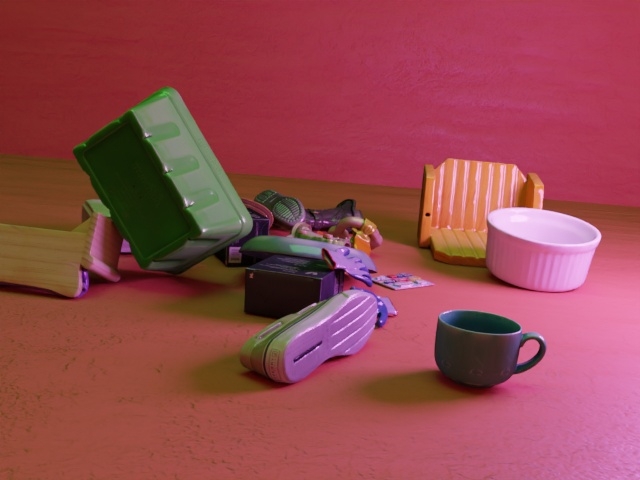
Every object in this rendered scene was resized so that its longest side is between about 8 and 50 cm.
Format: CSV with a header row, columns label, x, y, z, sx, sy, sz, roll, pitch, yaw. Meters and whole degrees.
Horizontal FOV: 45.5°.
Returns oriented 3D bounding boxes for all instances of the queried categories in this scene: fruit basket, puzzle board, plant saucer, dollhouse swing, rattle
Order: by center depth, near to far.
label,x,y,z,sx,sy,sz,roll,pitch,yaw
fruit basket,-0.336,-0.120,1.693,0.283,0.392,0.392,-30,1,18
plant saucer,-0.026,0.031,1.728,0.317,0.043,0.317,9,-6,1
puzzle board,0.190,0.095,1.802,0.128,0.011,0.096,-5,14,-37
rattle,0.061,0.021,2.085,0.200,0.142,0.130,-6,-29,31
dollhouse swing,0.471,-0.083,2.192,0.347,0.315,0.305,6,0,2

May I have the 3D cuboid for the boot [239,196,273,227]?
label,x,y,z,sx,sy,sz,roll,pitch,yaw
boot,-0.257,-0.084,2.351,0.283,0.109,0.220,0,6,14

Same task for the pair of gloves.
label,x,y,z,sx,sy,sz,roll,pitch,yaw
pair of gloves,0.079,0.090,1.494,0.159,0.023,0.198,15,38,-56

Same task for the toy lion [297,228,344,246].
label,x,y,z,sx,sy,sz,roll,pitch,yaw
toy lion,0.000,0.000,1.733,0.100,0.034,0.096,10,2,-13

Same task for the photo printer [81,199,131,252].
label,x,y,z,sx,sy,sz,roll,pitch,yaw
photo printer,-0.445,-0.039,1.972,0.307,0.107,0.256,0,12,-25

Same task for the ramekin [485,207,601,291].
label,x,y,z,sx,sy,sz,roll,pitch,yaw
ramekin,0.547,0.023,1.915,0.277,0.135,0.277,4,20,-1

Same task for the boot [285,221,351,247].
label,x,y,z,sx,sy,sz,roll,pitch,yaw
boot,-0.001,0.009,1.994,0.165,0.077,0.213,6,16,9

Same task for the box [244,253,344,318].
label,x,y,z,sx,sy,sz,roll,pitch,yaw
box,-0.049,0.092,1.501,0.156,0.093,0.158,7,10,17

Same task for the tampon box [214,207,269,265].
label,x,y,z,sx,sy,sz,roll,pitch,yaw
tampon box,-0.203,-0.012,1.898,0.101,0.120,0.161,1,11,-23

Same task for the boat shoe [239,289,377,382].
label,x,y,z,sx,sy,sz,roll,pitch,yaw
boat shoe,-0.010,0.142,1.237,0.094,0.109,0.302,9,15,32

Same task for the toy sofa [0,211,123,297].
label,x,y,z,sx,sy,sz,roll,pitch,yaw
toy sofa,-0.603,0.025,1.563,0.362,0.177,0.150,6,-14,8

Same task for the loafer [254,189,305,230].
label,x,y,z,sx,sy,sz,roll,pitch,yaw
loafer,-0.112,-0.083,2.324,0.094,0.087,0.251,-33,34,-14

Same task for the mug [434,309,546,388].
label,x,y,z,sx,sy,sz,roll,pitch,yaw
mug,0.254,0.176,1.190,0.158,0.097,0.129,15,14,40

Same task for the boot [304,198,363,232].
label,x,y,z,sx,sy,sz,roll,pitch,yaw
boot,0.004,-0.084,2.435,0.229,0.091,0.263,3,13,-11
